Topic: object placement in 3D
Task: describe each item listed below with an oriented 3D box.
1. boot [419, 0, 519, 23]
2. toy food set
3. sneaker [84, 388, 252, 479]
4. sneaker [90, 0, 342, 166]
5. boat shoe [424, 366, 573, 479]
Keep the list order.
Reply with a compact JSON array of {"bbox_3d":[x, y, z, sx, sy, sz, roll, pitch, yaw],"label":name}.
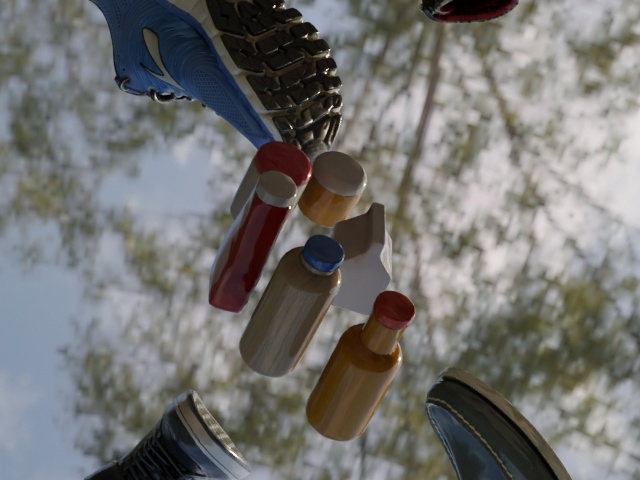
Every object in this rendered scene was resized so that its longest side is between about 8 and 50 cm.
[{"bbox_3d":[0.082,-0.308,1.842,0.236,0.085,0.179,0,-121,-21],"label":"boot"},{"bbox_3d":[0.000,0.000,1.149,0.111,0.104,0.232,18,-141,-12],"label":"toy food set"},{"bbox_3d":[-0.144,0.204,1.527,0.163,0.226,0.086,-35,-99,-10],"label":"sneaker"},{"bbox_3d":[-0.107,-0.175,1.736,0.129,0.147,0.330,-13,-125,-45],"label":"sneaker"},{"bbox_3d":[0.170,0.257,1.555,0.099,0.116,0.319,-33,-87,-20],"label":"boat shoe"}]
